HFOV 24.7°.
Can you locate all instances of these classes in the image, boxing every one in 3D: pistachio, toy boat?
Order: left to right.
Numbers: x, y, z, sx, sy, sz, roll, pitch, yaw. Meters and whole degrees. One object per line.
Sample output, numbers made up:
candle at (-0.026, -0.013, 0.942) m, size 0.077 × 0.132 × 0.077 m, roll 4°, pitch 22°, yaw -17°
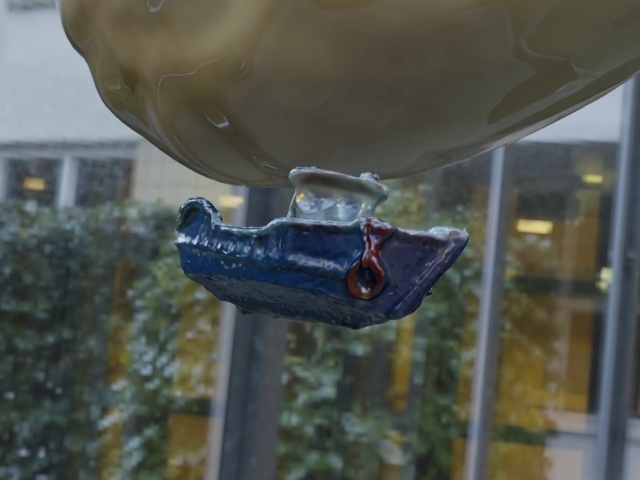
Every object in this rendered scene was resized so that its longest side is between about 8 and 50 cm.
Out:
toy boat at (0.000, 0.000, 0.339) m, size 0.083 × 0.038 × 0.038 m, roll 5°, pitch -4°, yaw 43°
pistachio at (0.058, -0.134, 0.519) m, size 0.318 × 0.193 × 0.214 m, roll -21°, pitch -9°, yaw -9°
